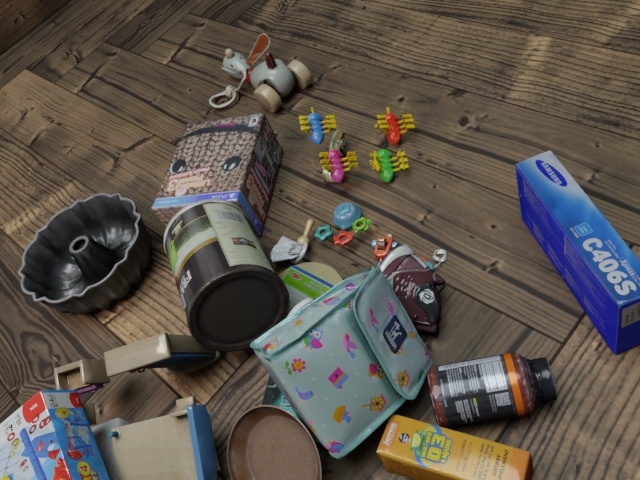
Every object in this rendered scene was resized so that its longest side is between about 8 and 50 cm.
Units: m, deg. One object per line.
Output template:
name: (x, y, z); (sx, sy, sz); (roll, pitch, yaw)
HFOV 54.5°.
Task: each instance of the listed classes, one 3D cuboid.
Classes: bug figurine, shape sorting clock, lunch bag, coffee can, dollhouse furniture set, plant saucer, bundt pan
bug figurine: (0.087, -0.231, 1.484); (0.279, 0.072, 0.216); (-1, 60, -9)
shape sorting clock: (-0.039, 0.138, 1.296); (0.206, 0.040, 0.206); (-14, 57, 23)
lunch bag: (0.053, 0.197, 1.068); (0.262, 0.223, 0.160); (-34, 10, -16)
coffee can: (-0.203, 0.065, 1.294); (0.201, 0.201, 0.275); (-31, 40, -3)
dollhouse furniture set: (-0.317, 0.358, 1.203); (0.286, 0.198, 0.303); (-19, 73, 16)
plant saucer: (-0.074, 0.380, 1.070); (0.199, 0.036, 0.198); (-1, 88, 31)
bundt pan: (-0.562, 0.045, 1.535); (0.331, 0.124, 0.330); (-11, 50, 13)

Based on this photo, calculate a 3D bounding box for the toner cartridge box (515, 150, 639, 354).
toner cartridge box: (0.463, 0.013, 1.106); (0.075, 0.165, 0.348); (-22, 49, 3)

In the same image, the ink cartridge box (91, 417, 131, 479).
ink cartridge box: (-0.477, 0.468, 1.214); (0.225, 0.056, 0.181); (-23, 48, 10)

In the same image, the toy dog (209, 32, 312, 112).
toy dog: (-0.189, -0.498, 1.787); (0.334, 0.161, 0.220); (11, 58, 29)

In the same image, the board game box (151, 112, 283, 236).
board game box: (-0.247, -0.156, 1.552); (0.232, 0.141, 0.291); (-4, 52, 20)

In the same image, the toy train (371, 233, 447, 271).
toy train: (0.170, 0.035, 1.289); (0.166, 0.046, 0.125); (10, 58, 29)

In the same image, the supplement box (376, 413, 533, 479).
supplement box: (0.213, 0.353, 0.996); (0.233, 0.080, 0.078); (6, 54, 30)

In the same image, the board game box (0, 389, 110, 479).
board game box: (-0.512, 0.475, 1.089); (0.308, 0.086, 0.302); (-40, 63, 12)

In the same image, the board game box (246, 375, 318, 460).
board game box: (-0.055, 0.326, 1.163); (0.126, 0.026, 0.186); (-1, 53, 21)

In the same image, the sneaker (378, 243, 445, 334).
sneaker: (0.133, 0.156, 1.176); (0.162, 0.106, 0.281); (36, 87, 16)

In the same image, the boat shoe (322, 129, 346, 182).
boat shoe: (0.044, -0.207, 1.533); (0.048, 0.056, 0.153); (6, 57, 15)

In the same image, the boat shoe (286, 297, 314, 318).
boat shoe: (-0.053, 0.176, 1.229); (0.142, 0.049, 0.040); (-50, 56, 5)

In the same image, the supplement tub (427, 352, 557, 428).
supplement tub: (0.284, 0.246, 1.034); (0.198, 0.106, 0.106); (-13, 50, 12)

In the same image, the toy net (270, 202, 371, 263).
toy net: (0.000, 0.000, 1.393); (0.232, 0.045, 0.122); (-32, 50, -2)
